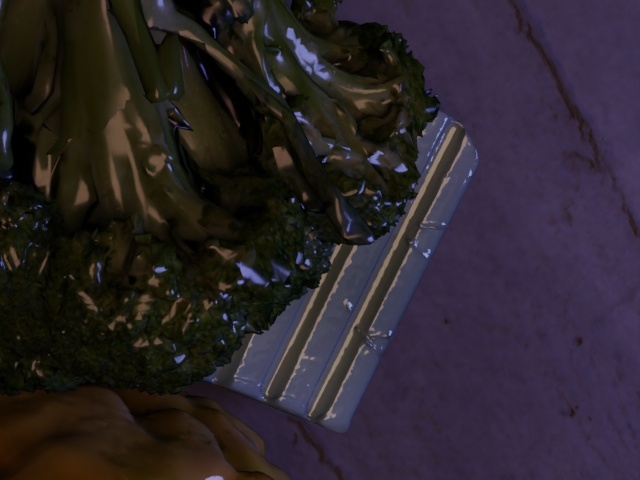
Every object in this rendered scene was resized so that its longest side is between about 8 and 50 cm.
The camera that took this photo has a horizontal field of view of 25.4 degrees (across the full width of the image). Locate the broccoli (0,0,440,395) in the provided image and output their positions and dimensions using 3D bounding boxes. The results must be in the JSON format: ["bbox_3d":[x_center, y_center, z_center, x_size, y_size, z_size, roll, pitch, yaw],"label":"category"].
[{"bbox_3d":[-0.100,-0.068,0.635,0.304,0.321,0.283,9,124,4],"label":"broccoli"}]

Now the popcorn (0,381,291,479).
[{"bbox_3d":[-0.157,0.264,0.701,0.354,0.344,0.390,-11,124,-17],"label":"popcorn"}]

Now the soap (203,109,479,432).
[{"bbox_3d":[0.000,0.000,0.829,0.119,0.066,0.198,24,96,-22],"label":"soap"}]
